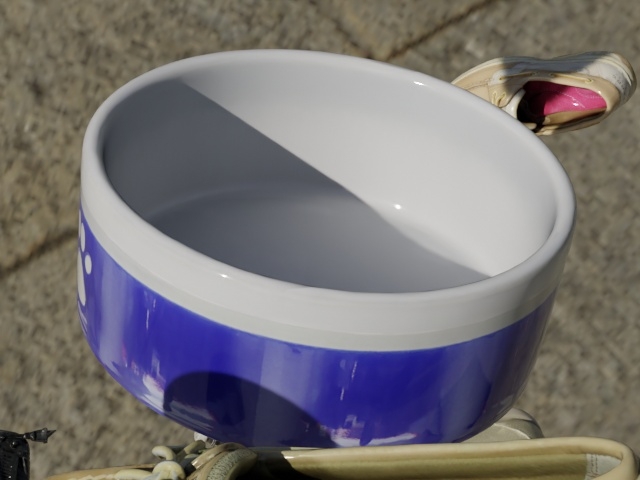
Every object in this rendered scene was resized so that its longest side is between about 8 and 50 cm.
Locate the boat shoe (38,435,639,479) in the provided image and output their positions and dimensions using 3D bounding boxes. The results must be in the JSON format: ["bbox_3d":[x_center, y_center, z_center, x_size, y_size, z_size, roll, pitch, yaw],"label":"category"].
[{"bbox_3d":[-0.004,0.063,0.383,0.153,0.048,0.056,3,30,18],"label":"boat shoe"}]

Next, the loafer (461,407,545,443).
[{"bbox_3d":[0.097,0.231,1.608,0.268,0.092,0.102,-22,104,-12],"label":"loafer"}]

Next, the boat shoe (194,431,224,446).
[{"bbox_3d":[-0.069,0.111,1.416,0.038,0.046,0.125,17,89,-14],"label":"boat shoe"}]

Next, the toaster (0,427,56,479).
[{"bbox_3d":[-0.351,0.253,1.572,0.186,0.110,0.168,12,56,-16],"label":"toaster"}]

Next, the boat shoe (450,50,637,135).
[{"bbox_3d":[0.164,-0.111,1.371,0.059,0.170,0.063,-51,123,-49],"label":"boat shoe"}]

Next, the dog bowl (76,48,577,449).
[{"bbox_3d":[0.000,0.000,0.938,0.265,0.104,0.265,7,32,-4],"label":"dog bowl"}]
